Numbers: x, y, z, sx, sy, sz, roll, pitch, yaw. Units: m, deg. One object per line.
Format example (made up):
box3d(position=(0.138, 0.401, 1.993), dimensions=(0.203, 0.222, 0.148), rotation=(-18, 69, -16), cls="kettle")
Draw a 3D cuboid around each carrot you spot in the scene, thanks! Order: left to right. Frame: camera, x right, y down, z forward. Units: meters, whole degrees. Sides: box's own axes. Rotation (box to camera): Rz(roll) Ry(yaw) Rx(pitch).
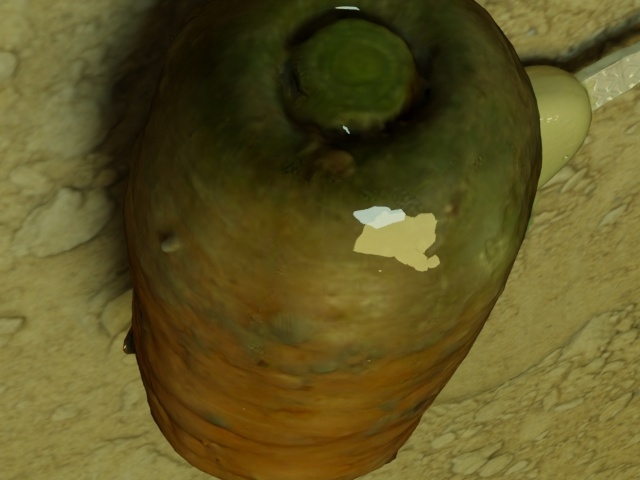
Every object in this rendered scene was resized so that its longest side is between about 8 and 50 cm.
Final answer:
box3d(position=(0.000, 0.000, 1.050), dimensions=(0.224, 0.224, 0.340), rotation=(-21, 153, -17), cls="carrot")

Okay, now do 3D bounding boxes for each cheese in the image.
box3d(position=(0.152, -0.085, 1.230), dimensions=(0.251, 0.054, 0.127), rotation=(-30, 151, -4), cls="cheese")
